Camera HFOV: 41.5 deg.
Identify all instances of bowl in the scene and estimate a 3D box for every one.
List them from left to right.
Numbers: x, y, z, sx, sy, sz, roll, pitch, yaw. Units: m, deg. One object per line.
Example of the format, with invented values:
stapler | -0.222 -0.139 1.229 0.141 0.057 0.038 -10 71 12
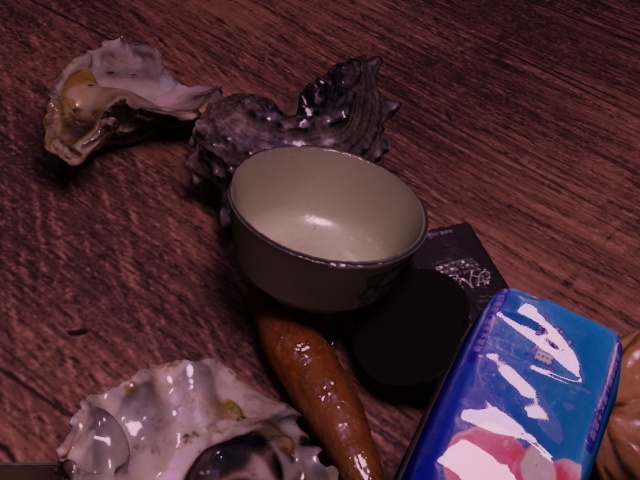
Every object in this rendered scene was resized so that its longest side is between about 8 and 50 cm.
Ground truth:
bowl | 0.000 0.000 0.886 0.212 0.112 0.211 9 36 -6

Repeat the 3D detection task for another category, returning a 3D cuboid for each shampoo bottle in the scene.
shampoo bottle | 0.181 0.113 0.913 0.098 0.071 0.309 -10 49 -16

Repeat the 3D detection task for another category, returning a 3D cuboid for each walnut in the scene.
walnut | 0.353 0.167 0.786 0.245 0.198 0.198 9 42 -18

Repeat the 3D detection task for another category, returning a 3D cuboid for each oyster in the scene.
oyster | -0.253 -0.183 1.123 0.271 0.100 0.275 -14 35 -26
oyster | -0.099 0.235 0.705 0.238 0.114 0.351 -1 48 -25

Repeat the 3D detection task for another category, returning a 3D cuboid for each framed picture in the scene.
framed picture | -0.275 0.226 0.749 0.089 0.006 0.066 2 44 -8

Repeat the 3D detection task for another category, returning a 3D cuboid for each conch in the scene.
conch | -0.034 -0.127 1.072 0.313 0.186 0.241 -41 48 -21

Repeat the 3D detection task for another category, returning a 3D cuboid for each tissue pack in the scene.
tissue pack | 0.131 0.201 0.679 0.137 0.209 0.269 26 57 8

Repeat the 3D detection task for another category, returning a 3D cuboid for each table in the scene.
table | 0.101 0.096 0.881 0.134 0.043 0.133 -15 54 22

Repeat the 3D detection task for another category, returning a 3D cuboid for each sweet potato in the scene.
sweet potato | 0.002 0.147 0.847 0.072 0.066 0.314 -28 55 -13
